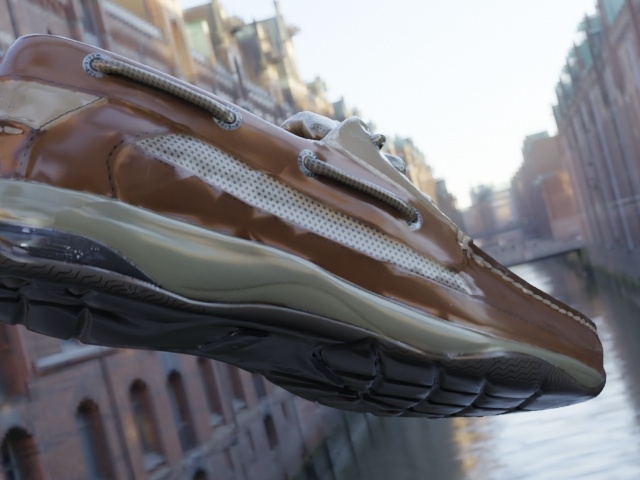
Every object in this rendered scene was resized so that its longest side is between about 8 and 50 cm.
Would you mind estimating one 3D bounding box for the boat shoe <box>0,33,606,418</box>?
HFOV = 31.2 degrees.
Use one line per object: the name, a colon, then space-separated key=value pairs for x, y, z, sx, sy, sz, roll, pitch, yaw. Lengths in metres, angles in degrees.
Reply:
boat shoe: x=0.000 y=0.000 z=0.500 sx=0.324 sy=0.120 sz=0.122 roll=19 pitch=-23 yaw=-33
